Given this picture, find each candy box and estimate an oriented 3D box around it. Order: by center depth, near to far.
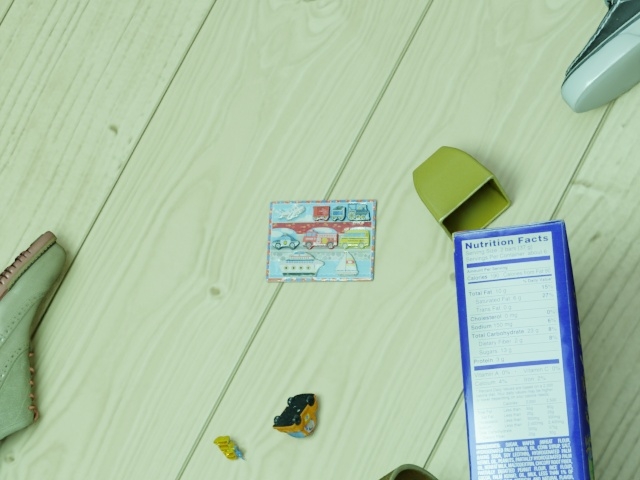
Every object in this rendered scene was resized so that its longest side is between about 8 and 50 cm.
[{"bbox_3d":[0.209,0.166,1.609,0.122,0.268,0.317,-5,74,9],"label":"candy box"}]

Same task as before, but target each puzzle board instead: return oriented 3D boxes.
[{"bbox_3d":[0.000,0.000,1.841,0.128,0.011,0.096,-1,76,15],"label":"puzzle board"}]

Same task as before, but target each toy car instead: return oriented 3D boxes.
[{"bbox_3d":[-0.055,0.212,1.798,0.122,0.060,0.040,-20,116,26],"label":"toy car"}]

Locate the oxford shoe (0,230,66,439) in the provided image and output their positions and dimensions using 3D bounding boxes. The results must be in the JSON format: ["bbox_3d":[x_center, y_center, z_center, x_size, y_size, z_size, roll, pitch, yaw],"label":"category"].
[{"bbox_3d":[-0.377,0.156,1.863,0.130,0.123,0.348,31,83,-7],"label":"oxford shoe"}]

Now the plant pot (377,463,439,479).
[{"bbox_3d":[0.030,0.391,1.637,0.254,0.237,0.237,-29,70,20],"label":"plant pot"}]

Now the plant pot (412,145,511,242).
[{"bbox_3d":[0.150,-0.057,1.784,0.081,0.081,0.083,-41,58,2],"label":"plant pot"}]

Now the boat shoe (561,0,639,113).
[{"bbox_3d":[0.363,-0.269,1.768,0.301,0.108,0.102,-44,70,-2],"label":"boat shoe"}]
